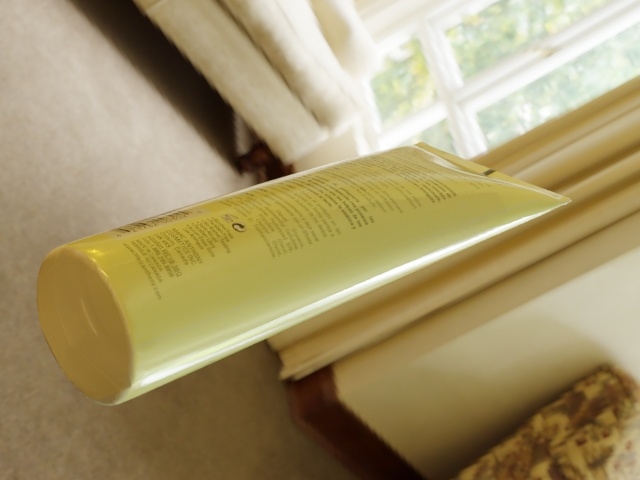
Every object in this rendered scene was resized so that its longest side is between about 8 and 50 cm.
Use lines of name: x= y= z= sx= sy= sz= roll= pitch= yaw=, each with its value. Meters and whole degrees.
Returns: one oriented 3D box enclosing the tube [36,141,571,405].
tube: x=0.000 y=0.000 z=0.504 sx=0.240 sy=0.062 sz=0.070 roll=-22 pitch=77 yaw=-41
